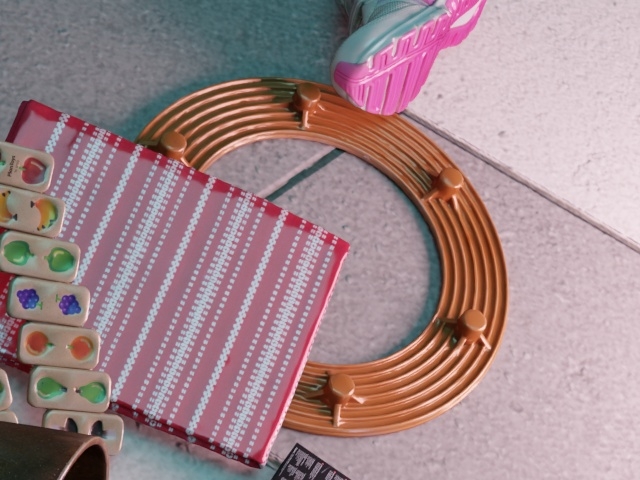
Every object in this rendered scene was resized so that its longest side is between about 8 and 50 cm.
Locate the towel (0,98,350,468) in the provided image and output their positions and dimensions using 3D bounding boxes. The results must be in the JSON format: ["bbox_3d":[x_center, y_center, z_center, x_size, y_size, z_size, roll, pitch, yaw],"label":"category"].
[{"bbox_3d":[-0.135,0.030,1.320,0.274,0.031,0.199,24,68,-5],"label":"towel"}]

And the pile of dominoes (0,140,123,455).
[{"bbox_3d":[-0.242,0.052,1.209,0.196,0.040,0.251,-14,93,-25],"label":"pile of dominoes"}]

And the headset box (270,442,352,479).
[{"bbox_3d":[-0.002,0.196,1.292,0.083,0.032,0.062,34,51,1],"label":"headset box"}]

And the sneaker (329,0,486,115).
[{"bbox_3d":[0.061,-0.197,1.551,0.111,0.103,0.252,30,38,10],"label":"sneaker"}]

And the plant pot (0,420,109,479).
[{"bbox_3d":[-0.274,0.190,1.092,0.230,0.215,0.215,16,51,7],"label":"plant pot"}]

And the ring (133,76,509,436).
[{"bbox_3d":[0.000,0.000,1.430,0.336,0.032,0.337,11,54,-15],"label":"ring"}]
